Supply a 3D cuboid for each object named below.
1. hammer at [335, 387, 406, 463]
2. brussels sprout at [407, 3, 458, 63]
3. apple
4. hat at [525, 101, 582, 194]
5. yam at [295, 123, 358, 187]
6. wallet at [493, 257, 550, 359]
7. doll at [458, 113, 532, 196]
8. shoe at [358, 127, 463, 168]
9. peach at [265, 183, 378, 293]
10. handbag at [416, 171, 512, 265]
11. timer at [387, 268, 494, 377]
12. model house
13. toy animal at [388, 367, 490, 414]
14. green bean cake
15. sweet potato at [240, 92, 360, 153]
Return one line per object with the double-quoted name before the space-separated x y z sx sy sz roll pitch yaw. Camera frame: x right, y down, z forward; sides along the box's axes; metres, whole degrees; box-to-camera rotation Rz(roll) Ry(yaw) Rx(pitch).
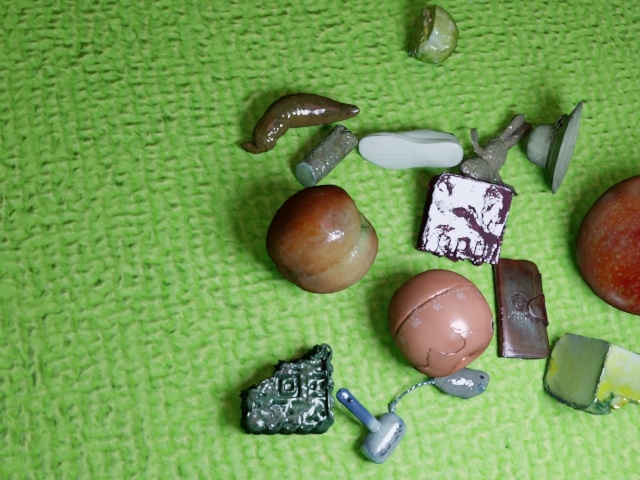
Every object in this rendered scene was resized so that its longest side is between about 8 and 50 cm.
"hammer" 0.099 0.392 1.408 0.194 0.069 0.116 48 69 -17
"brussels sprout" 0.319 -0.557 1.764 0.122 0.149 0.151 12 108 -22
"apple" 0.801 0.008 1.564 0.349 0.277 0.348 0 42 0
"hat" 0.598 -0.251 1.695 0.110 0.252 0.252 18 67 24
"yam" 0.014 -0.214 1.623 0.078 0.078 0.179 43 70 5
"wallet" 0.500 0.167 1.607 0.137 0.031 0.255 4 71 -9
"doll" 0.456 -0.234 1.708 0.203 0.091 0.286 28 77 -36
"shoe" 0.235 -0.245 1.677 0.265 0.095 0.110 7 33 7
"peach" 0.000 0.000 1.458 0.252 0.252 0.252 3 71 -10
"handbag" 0.355 -0.050 1.602 0.203 0.074 0.216 10 94 -4
"timer" 0.269 0.185 1.449 0.230 0.229 0.215 -18 59 -16
"model house" 0.669 0.328 1.506 0.211 0.194 0.170 19 82 -16
"toy animal" 0.275 0.340 1.490 0.253 0.070 0.079 -11 58 -11
"green bean cake" -0.072 0.324 1.407 0.208 0.107 0.193 1 72 -9
"sweet potato" -0.065 -0.312 1.629 0.310 0.098 0.124 -21 70 -11
